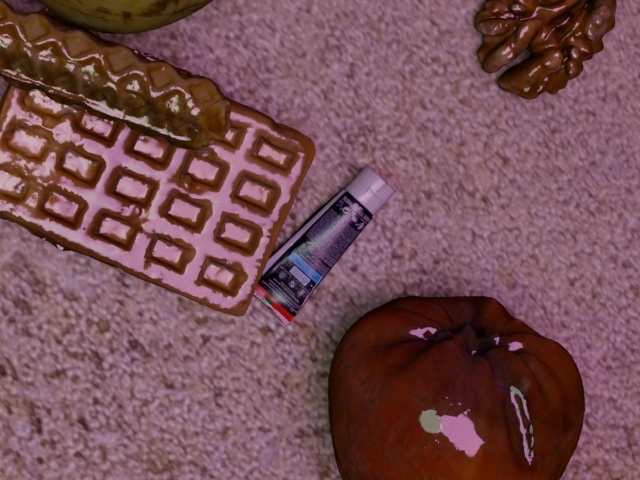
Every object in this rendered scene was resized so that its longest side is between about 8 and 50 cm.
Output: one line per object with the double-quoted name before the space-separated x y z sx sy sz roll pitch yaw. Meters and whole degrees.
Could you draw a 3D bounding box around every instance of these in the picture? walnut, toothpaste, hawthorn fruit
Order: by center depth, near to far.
"hawthorn fruit" 0.133 0.212 1.506 0.276 0.277 0.298 11 121 -15
"toothpaste" 0.000 0.000 1.552 0.071 0.045 0.193 41 92 -7
"walnut" 0.255 -0.242 1.574 0.170 0.069 0.143 -46 106 -3

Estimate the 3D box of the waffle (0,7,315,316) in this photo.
"waffle" -0.189 -0.077 1.465 0.327 0.098 0.224 25 88 -16

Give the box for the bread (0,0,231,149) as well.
"bread" -0.259 -0.173 1.350 0.367 0.077 0.084 19 123 -10

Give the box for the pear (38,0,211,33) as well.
"pear" -0.186 -0.335 1.350 0.283 0.283 0.284 -2 97 -14
